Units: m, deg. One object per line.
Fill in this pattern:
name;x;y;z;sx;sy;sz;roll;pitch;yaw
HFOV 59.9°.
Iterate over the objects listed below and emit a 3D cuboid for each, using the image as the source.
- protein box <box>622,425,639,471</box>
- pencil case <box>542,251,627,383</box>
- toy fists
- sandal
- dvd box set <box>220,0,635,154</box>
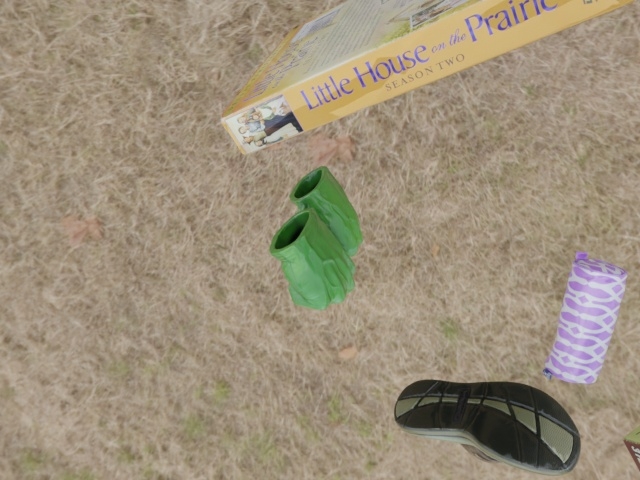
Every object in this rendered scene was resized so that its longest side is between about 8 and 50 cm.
protein box;0.366;0.153;0.352;0.201;0.200;0.136;-27;89;-14
pencil case;0.425;0.130;0.896;0.086;0.088;0.206;8;106;-9
toy fists;0.000;0.000;0.902;0.096;0.279;0.142;-28;114;24
sandal;0.249;0.279;0.847;0.303;0.120;0.086;-3;133;50
dvd box set;0.110;-0.259;0.648;0.420;0.307;0.062;-16;122;28
